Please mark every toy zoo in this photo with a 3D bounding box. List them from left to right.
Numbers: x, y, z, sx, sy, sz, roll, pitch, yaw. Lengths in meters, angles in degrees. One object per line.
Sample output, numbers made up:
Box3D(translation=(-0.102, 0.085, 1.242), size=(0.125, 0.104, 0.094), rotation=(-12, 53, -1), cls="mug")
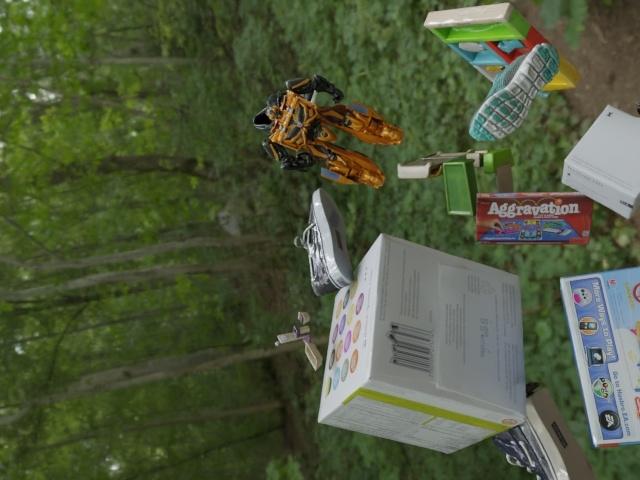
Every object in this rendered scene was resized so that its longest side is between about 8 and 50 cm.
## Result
Box3D(translation=(0.358, -0.350, 1.183), size=(0.293, 0.192, 0.030), rotation=(23, -92, -36), cls="toy zoo")

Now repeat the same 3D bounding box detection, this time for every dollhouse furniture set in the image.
Box3D(translation=(-0.050, 0.232, 1.397), size=(0.114, 0.081, 0.091), rotation=(-126, 33, -49), cls="dollhouse furniture set")
Box3D(translation=(0.393, -0.174, 1.829), size=(0.198, 0.301, 0.151), rotation=(-20, -75, -30), cls="dollhouse furniture set")

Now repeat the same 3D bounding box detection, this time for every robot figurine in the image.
Box3D(translation=(0.023, -0.225, 1.330), size=(0.211, 0.291, 0.085), rotation=(-68, 22, 13), cls="robot figurine")

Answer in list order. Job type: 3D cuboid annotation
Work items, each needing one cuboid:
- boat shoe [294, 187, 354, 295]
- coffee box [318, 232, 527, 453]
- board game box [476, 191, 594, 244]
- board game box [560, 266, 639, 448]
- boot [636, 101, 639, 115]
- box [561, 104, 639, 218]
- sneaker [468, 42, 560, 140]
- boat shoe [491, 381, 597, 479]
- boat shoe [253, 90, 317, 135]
Box3D(translation=(0.002, 0.002, 1.514), size=(0.113, 0.105, 0.306), rotation=(38, -149, -46), cls="boat shoe")
Box3D(translation=(0.217, 0.245, 1.399), size=(0.334, 0.338, 0.337), rotation=(121, 162, -56), cls="coffee box")
Box3D(translation=(0.545, -0.055, 1.601), size=(0.027, 0.281, 0.145), rotation=(-71, -23, -57), cls="board game box")
Box3D(translation=(0.610, 0.197, 1.103), size=(0.086, 0.302, 0.308), rotation=(47, -143, -60), cls="board game box")
Box3D(translation=(0.946, -0.388, 1.629), size=(0.263, 0.229, 0.091), rotation=(-88, -26, -48), cls="boot")
Box3D(translation=(0.688, -0.182, 1.439), size=(0.182, 0.181, 0.119), rotation=(-49, -28, -7), cls="box")
Box3D(translation=(0.272, -0.210, 0.906), size=(0.065, 0.166, 0.076), rotation=(44, 178, -18), cls="sneaker")
Box3D(translation=(0.523, 0.514, 1.483), size=(0.127, 0.158, 0.340), rotation=(-9, -109, -44), cls="boat shoe")
Box3D(translation=(-0.121, -0.409, 1.948), size=(0.340, 0.113, 0.127), rotation=(-9, 59, 66), cls="boat shoe")
